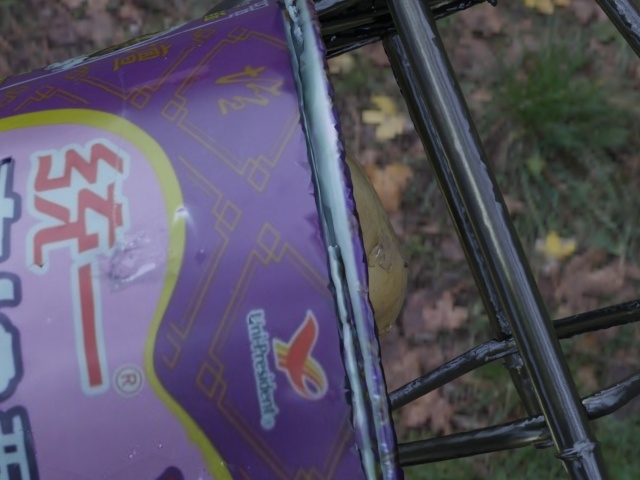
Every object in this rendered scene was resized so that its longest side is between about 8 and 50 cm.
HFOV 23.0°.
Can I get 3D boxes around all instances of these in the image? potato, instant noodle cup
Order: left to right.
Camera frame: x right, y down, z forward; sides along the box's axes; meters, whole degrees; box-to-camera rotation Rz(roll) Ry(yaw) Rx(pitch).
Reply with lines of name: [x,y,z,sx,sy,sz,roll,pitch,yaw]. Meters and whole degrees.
instant noodle cup: [-0.106,0.073,0.622,0.266,0.340,0.340,-9,47,0]
potato: [-0.004,-0.002,1.228,0.128,0.235,0.161,-43,44,-22]

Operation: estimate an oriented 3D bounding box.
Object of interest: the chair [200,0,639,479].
chair: [0.114,-0.008,1.101,0.364,0.362,0.410,-21,91,-42]
